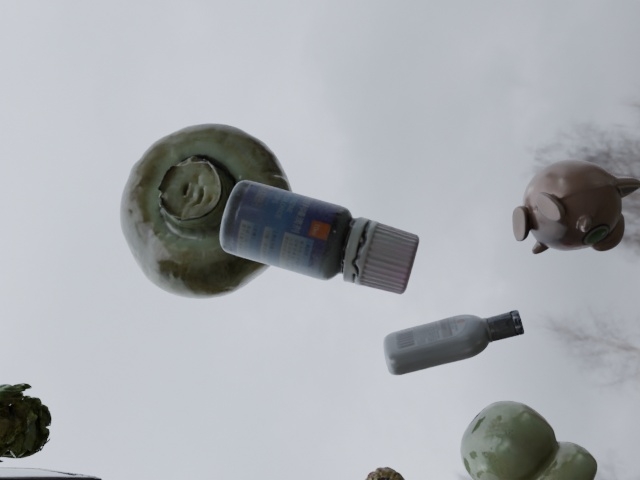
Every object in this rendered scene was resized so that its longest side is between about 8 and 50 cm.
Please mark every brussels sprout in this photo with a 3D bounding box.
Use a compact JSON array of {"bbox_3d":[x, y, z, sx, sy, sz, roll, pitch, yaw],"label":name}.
[{"bbox_3d":[-0.283,0.166,0.762,0.085,0.058,0.085,-3,-81,-21],"label":"brussels sprout"}]

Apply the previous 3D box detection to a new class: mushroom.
[{"bbox_3d":[-0.223,-0.060,1.640,0.260,0.352,0.352,69,-136,-68],"label":"mushroom"}]

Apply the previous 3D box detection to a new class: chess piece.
[{"bbox_3d":[0.330,0.351,1.127,0.182,0.330,0.182,-47,-10,-11],"label":"chess piece"}]

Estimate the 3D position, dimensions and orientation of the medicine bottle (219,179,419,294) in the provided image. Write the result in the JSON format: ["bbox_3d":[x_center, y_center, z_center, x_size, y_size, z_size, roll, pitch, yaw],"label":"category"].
[{"bbox_3d":[0.000,0.000,0.897,0.083,0.203,0.083,17,-90,-84],"label":"medicine bottle"}]

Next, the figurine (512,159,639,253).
[{"bbox_3d":[0.311,-0.040,1.044,0.138,0.125,0.125,-9,-69,-28],"label":"figurine"}]

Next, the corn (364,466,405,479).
[{"bbox_3d":[0.104,0.448,1.330,0.079,0.079,0.237,-44,-36,-38],"label":"corn"}]

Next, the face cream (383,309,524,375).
[{"bbox_3d":[0.277,0.206,1.777,0.144,0.291,0.071,-88,-20,-70],"label":"face cream"}]

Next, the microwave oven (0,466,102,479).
[{"bbox_3d":[-0.465,0.449,1.324,0.188,0.247,0.178,16,-108,-39],"label":"microwave oven"}]
